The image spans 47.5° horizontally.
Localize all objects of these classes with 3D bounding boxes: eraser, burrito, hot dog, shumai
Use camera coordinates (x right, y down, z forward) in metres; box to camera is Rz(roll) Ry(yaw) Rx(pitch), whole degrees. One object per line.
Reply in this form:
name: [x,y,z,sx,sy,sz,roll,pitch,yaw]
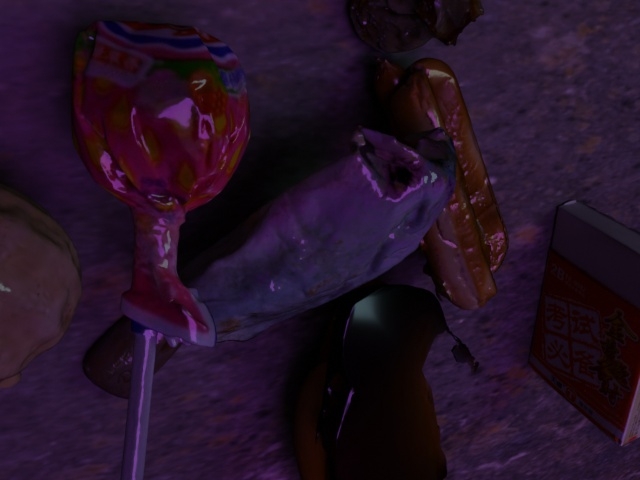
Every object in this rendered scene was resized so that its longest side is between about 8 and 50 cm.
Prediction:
eraser: [0.310,0.090,0.810,0.038,0.157,0.230,-12,122,-22]
burrito: [0.000,0.000,0.549,0.229,0.089,0.144,-34,169,27]
hot dog: [0.110,-0.048,0.651,0.269,0.072,0.109,64,35,-30]
shumai: [0.087,-0.197,0.559,0.099,0.087,0.123,22,101,-36]
hot dog: [0.051,0.173,0.739,0.194,0.107,0.325,-9,112,-38]

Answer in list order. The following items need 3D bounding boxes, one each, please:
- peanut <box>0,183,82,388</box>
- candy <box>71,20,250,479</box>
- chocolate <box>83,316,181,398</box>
peanut: [-0.311,0.029,0.405,0.340,0.158,0.174,7,142,-29]
candy: [-0.116,0.039,0.486,0.124,0.124,0.365,6,90,-34]
chocolate: [-0.148,0.093,0.615,0.100,0.031,0.064,-45,134,-4]
